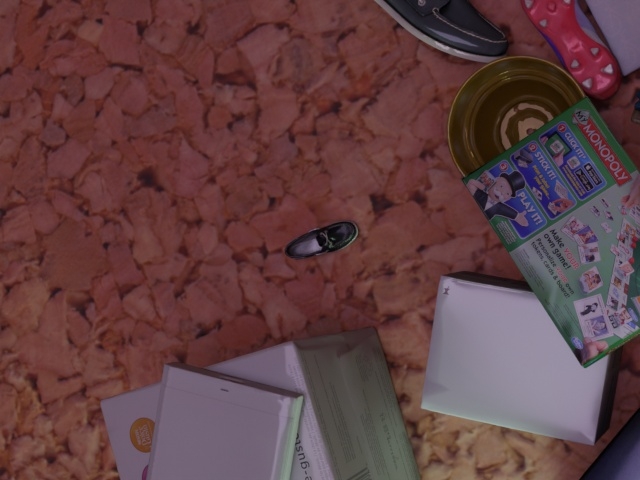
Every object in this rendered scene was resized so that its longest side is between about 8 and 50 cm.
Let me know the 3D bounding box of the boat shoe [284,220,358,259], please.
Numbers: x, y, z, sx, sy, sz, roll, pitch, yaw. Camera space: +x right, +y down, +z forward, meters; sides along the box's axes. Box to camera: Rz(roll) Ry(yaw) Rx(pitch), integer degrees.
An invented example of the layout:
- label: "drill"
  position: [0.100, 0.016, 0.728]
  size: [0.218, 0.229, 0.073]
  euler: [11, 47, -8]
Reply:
- label: "boat shoe"
  position: [0.000, 0.000, 1.997]
  size: [0.125, 0.038, 0.046]
  euler: [-17, 85, 21]

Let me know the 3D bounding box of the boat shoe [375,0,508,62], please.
- label: "boat shoe"
  position: [0.161, -0.379, 1.877]
  size: [0.319, 0.116, 0.099]
  euler: [38, 125, 21]

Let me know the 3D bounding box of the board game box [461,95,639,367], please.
- label: "board game box"
  position: [0.369, -0.012, 1.717]
  size: [0.213, 0.046, 0.317]
  euler: [-33, 72, 10]

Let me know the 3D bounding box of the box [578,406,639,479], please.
- label: "box"
  position: [0.518, 0.384, 1.732]
  size: [0.296, 0.183, 0.294]
  euler: [39, 103, 16]

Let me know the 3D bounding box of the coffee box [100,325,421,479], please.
- label: "coffee box"
  position: [-0.074, 0.341, 1.873]
  size: [0.334, 0.338, 0.338]
  euler: [-18, 84, 21]

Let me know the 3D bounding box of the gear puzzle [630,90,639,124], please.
- label: "gear puzzle"
  position: [0.610, -0.181, 1.699]
  size: [0.339, 0.175, 0.044]
  euler: [18, 141, 20]

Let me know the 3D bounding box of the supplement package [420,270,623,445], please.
- label: "supplement package"
  position: [0.303, 0.168, 1.827]
  size: [0.262, 0.145, 0.204]
  euler: [10, 95, 21]

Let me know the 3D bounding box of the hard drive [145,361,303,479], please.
- label: "hard drive"
  position: [-0.145, 0.339, 1.698]
  size: [0.203, 0.040, 0.308]
  euler: [12, 95, 21]

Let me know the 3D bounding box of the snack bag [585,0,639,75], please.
- label: "snack bag"
  position: [0.454, -0.436, 1.700]
  size: [0.323, 0.037, 0.342]
  euler: [-26, 90, 54]

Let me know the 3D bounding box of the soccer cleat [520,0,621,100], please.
- label: "soccer cleat"
  position: [0.366, -0.314, 1.828]
  size: [0.083, 0.095, 0.248]
  euler: [-31, 73, 12]

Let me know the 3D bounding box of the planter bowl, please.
- label: "planter bowl"
  position: [0.305, -0.165, 1.847]
  size: [0.217, 0.090, 0.217]
  euler: [1, 93, 22]
